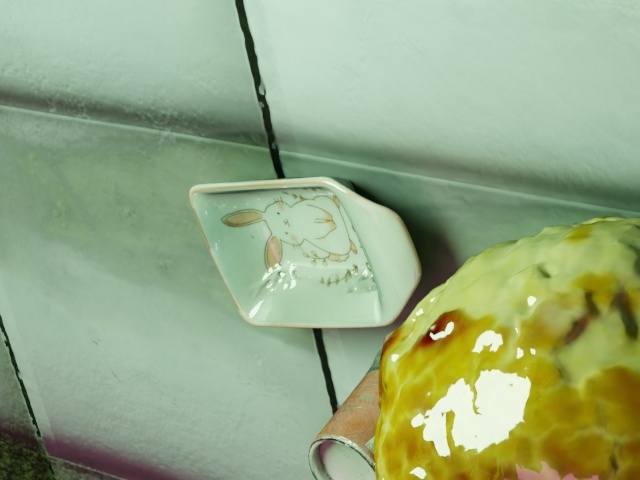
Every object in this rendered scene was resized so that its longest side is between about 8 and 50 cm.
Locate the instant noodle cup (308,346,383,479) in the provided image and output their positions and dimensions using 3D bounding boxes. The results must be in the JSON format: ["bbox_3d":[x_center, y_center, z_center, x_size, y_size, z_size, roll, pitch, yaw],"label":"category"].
[{"bbox_3d":[0.063,0.178,1.644,0.127,0.136,0.127,25,135,27],"label":"instant noodle cup"}]

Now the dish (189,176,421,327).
[{"bbox_3d":[0.000,0.000,1.620,0.234,0.064,0.154,-1,119,44],"label":"dish"}]

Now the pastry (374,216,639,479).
[{"bbox_3d":[0.212,0.176,1.370,0.388,0.312,0.388,24,138,25],"label":"pastry"}]
